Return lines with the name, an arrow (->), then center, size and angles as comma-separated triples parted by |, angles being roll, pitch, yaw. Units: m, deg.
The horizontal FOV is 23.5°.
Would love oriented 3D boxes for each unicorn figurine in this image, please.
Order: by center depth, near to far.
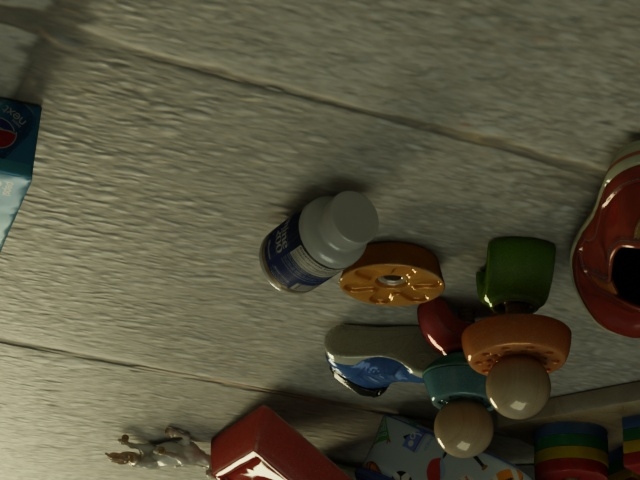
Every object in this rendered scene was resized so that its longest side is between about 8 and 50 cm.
unicorn figurine -> -0.195, 0.286, 2.034 | 0.161, 0.060, 0.111 | 8, 161, 31

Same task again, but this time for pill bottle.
pill bottle -> 0.000, 0.000, 1.367 | 0.067, 0.067, 0.120 | 16, 152, -26

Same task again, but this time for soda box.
soda box -> -0.293, -0.046, 1.304 | 0.071, 0.067, 0.210 | 11, 153, -17

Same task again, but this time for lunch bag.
lunch bag -> 0.193, 0.327, 1.895 | 0.243, 0.115, 0.303 | 20, 167, 36

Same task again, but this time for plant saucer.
plant saucer -> -0.022, 0.327, 1.920 | 0.259, 0.048, 0.258 | 42, 155, -3

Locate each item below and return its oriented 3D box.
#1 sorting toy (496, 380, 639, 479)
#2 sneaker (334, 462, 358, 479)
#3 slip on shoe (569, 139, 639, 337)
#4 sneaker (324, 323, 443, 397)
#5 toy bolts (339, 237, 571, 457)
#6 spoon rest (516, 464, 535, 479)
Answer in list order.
sorting toy -> 0.387, 0.261, 1.859 | 0.255, 0.089, 0.257 | -16, 149, 36
sneaker -> 0.118, 0.410, 2.113 | 0.384, 0.145, 0.147 | 19, 150, -16
slip on shoe -> 0.285, 0.024, 1.349 | 0.123, 0.101, 0.331 | 0, 156, 4
sneaker -> 0.081, 0.133, 1.652 | 0.152, 0.058, 0.085 | 5, 150, 7
toy bolts -> 0.124, 0.113, 1.488 | 0.218, 0.159, 0.228 | 3, 155, 1
spoon rest -> 0.314, 0.394, 2.163 | 0.137, 0.084, 0.276 | -5, 153, 16
